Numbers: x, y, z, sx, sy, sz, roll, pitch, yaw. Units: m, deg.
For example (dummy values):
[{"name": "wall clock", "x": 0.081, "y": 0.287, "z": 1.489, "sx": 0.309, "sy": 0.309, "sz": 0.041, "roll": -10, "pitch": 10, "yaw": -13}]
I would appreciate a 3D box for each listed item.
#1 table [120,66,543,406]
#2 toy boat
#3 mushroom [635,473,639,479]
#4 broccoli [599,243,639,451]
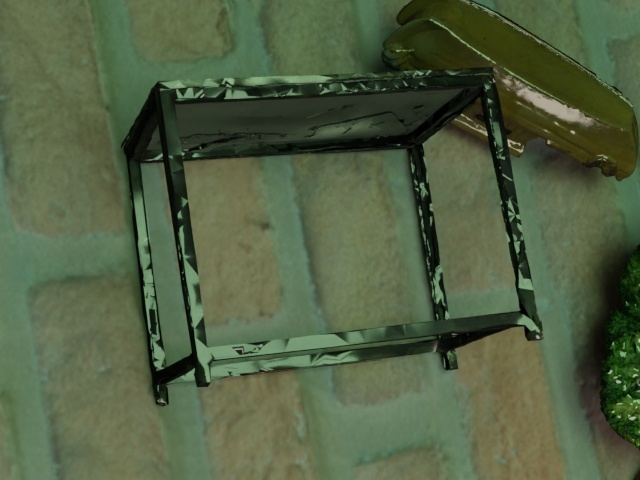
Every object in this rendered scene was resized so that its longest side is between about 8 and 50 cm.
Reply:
[{"name": "table", "x": 0.000, "y": 0.000, "z": 1.188, "sx": 0.335, "sy": 0.222, "sz": 0.272, "roll": -5, "pitch": 79, "yaw": -18}, {"name": "toy boat", "x": 0.214, "y": -0.157, "z": 1.342, "sx": 0.321, "sy": 0.121, "sz": 0.089, "roll": 28, "pitch": 48, "yaw": -12}, {"name": "mushroom", "x": 0.289, "y": 0.357, "z": 1.316, "sx": 0.028, "sy": 0.026, "sz": 0.286, "roll": 43, "pitch": 67, "yaw": -22}, {"name": "broccoli", "x": 0.443, "y": 0.115, "z": 1.295, "sx": 0.308, "sy": 0.275, "sz": 0.307, "roll": 0, "pitch": 90, "yaw": 8}]
